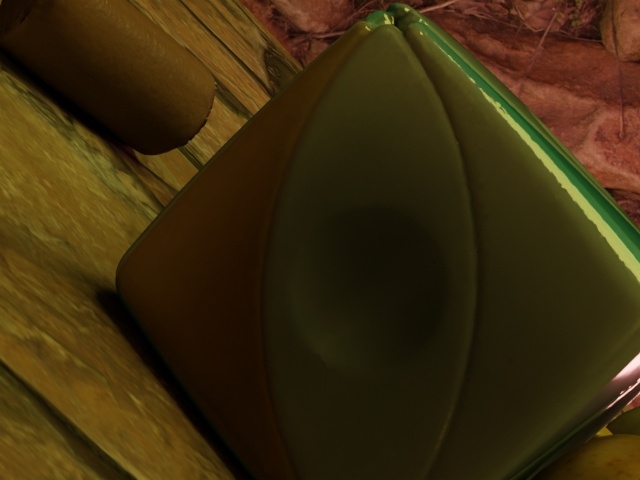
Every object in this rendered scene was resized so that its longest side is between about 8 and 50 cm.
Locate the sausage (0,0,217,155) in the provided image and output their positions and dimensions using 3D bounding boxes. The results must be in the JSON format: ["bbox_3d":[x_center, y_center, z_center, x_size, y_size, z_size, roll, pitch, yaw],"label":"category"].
[{"bbox_3d":[-0.226,-0.193,1.797,0.253,0.123,0.123,39,12,-45],"label":"sausage"}]

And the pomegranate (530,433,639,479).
[{"bbox_3d":[0.268,0.316,1.374,0.332,0.332,0.332,46,9,-10],"label":"pomegranate"}]

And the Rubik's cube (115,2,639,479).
[{"bbox_3d":[0.084,0.049,1.470,0.352,0.347,0.351,50,10,16],"label":"Rubik's cube"}]

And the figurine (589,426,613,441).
[{"bbox_3d":[0.248,0.311,1.705,0.215,0.187,0.344,24,28,-37],"label":"figurine"}]

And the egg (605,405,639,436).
[{"bbox_3d":[0.486,0.343,2.514,0.218,0.218,0.295,48,-4,6],"label":"egg"}]
